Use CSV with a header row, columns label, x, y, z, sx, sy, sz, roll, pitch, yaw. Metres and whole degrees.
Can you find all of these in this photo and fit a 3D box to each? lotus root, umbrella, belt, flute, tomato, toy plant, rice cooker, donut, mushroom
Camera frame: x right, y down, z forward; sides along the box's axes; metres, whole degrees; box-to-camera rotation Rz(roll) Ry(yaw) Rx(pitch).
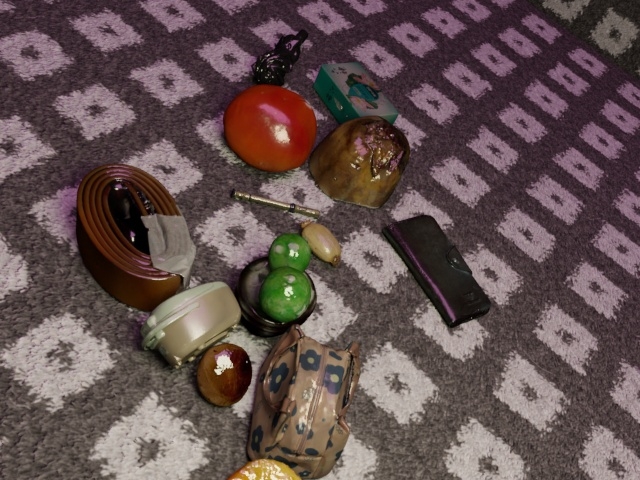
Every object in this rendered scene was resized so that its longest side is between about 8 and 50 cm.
label,x,y,z,sx,sy,sz,roll,pitch,yaw
lotus root,0.000,0.000,1.635,0.073,0.062,0.150,-28,69,-39
umbrella,-0.107,-0.572,2.052,0.118,0.118,0.340,29,42,0
belt,-0.395,-0.007,1.422,0.217,0.122,0.338,-19,60,-33
flute,-0.111,-0.093,1.688,0.233,0.027,0.027,13,48,-15
lotus root,0.120,-0.228,1.815,0.272,0.192,0.272,15,52,-20
tomato,-0.126,-0.306,1.757,0.260,0.180,0.259,19,45,-20
toy plant,-0.086,0.103,1.388,0.175,0.235,0.218,16,48,-11
rice cooker,-0.254,0.163,1.324,0.206,0.145,0.127,-35,82,-37
donut,-0.110,0.483,1.165,0.174,0.074,0.190,30,46,0
mushroom,-0.185,0.263,1.308,0.123,0.052,0.123,4,82,-28

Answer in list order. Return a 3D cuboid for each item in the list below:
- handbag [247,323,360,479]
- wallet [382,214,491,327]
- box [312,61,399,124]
label,x,y,z,sx,sy,sz,roll,pitch,yaw
handbag,-0.024,0.303,1.276,0.190,0.193,0.251,15,47,-8
wallet,0.309,0.070,1.733,0.172,0.045,0.318,-15,61,-32
box,0.104,-0.428,2.027,0.153,0.092,0.245,-16,61,-34
